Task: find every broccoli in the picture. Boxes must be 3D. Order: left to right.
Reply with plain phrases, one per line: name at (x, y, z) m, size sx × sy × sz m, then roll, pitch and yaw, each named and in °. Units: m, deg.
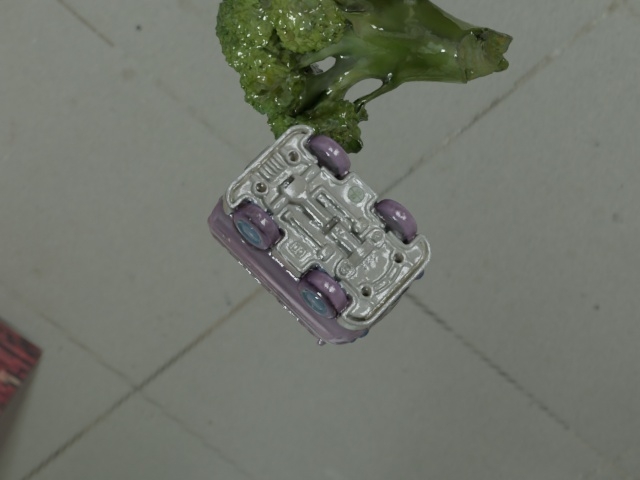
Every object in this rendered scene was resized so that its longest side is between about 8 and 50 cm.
broccoli at (0.018, -0.215, 1.487) m, size 0.302 × 0.186 × 0.254 m, roll 38°, pitch 94°, yaw 12°

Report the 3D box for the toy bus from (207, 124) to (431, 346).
toy bus at (0.000, 0.000, 1.383) m, size 0.202 × 0.142 × 0.142 m, roll 44°, pitch 157°, yaw 3°
